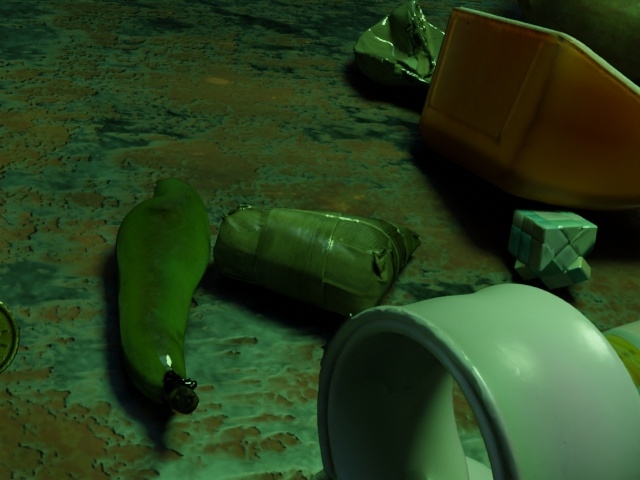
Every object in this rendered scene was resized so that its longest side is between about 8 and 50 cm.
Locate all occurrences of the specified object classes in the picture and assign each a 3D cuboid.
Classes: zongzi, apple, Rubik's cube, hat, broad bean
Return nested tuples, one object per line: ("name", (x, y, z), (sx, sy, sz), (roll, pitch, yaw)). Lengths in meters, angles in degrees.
("zongzi", (0.000, 0.000, 0.919), (0.160, 0.078, 0.176), (21, 23, 9))
("apple", (0.424, -0.385, 1.450), (0.269, 0.345, 0.345), (-13, 37, -3))
("Rubik's cube", (0.228, 0.011, 0.995), (0.084, 0.073, 0.075), (6, 17, -5))
("hat", (0.123, -0.208, 1.293), (0.175, 0.085, 0.147), (39, 45, -6))
("broad bean", (-0.126, 0.040, 0.820), (0.075, 0.067, 0.325), (-19, 37, 6))

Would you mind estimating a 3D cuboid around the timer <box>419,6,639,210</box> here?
("timer", (0.267, -0.128, 1.099), (0.250, 0.161, 0.257), (13, 13, -23))

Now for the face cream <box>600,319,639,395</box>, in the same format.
("face cream", (0.230, 0.116, 0.845), (0.198, 0.057, 0.084), (-14, 43, -36))

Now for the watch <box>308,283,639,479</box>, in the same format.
("watch", (0.087, 0.153, 0.587), (0.211, 0.217, 0.248), (-8, 39, -30))

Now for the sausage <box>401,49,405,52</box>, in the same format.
("sausage", (0.130, -0.252, 1.376), (0.034, 0.034, 0.083), (32, 36, 25))

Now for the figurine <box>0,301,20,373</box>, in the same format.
("figurine", (-0.338, 0.043, 0.660), (0.271, 0.143, 0.143), (11, 33, -4))
